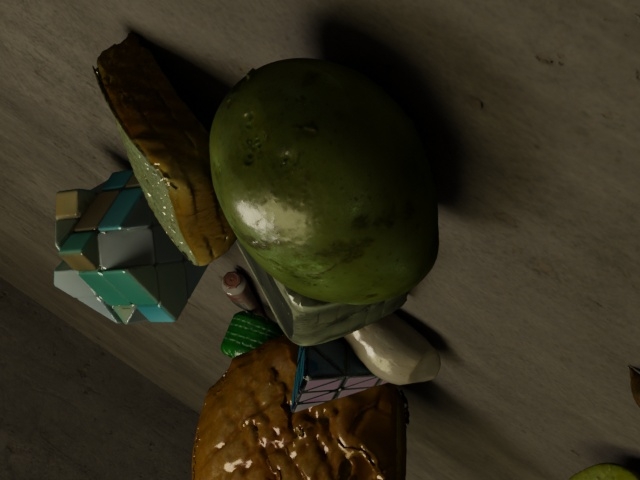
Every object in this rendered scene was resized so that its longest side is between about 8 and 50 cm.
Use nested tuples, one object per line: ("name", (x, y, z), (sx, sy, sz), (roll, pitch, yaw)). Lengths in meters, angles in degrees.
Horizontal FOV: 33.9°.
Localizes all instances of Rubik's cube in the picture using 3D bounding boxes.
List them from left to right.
("Rubik's cube", (-0.301, 0.012, 1.689), (0.213, 0.224, 0.265), (-5, 135, 40))
("Rubik's cube", (0.033, 0.183, 1.539), (0.191, 0.211, 0.178), (6, -172, 14))

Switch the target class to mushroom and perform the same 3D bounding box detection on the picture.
("mushroom", (0.078, 0.136, 1.512), (0.212, 0.088, 0.097), (39, 173, -2))

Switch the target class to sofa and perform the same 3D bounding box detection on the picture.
("sofa", (0.000, 0.000, 1.347), (0.225, 0.176, 0.210), (61, 168, 19))

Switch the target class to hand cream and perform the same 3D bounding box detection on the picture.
("hand cream", (-0.142, 0.102, 1.889), (0.067, 0.043, 0.209), (26, 165, 15))

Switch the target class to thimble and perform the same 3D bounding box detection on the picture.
("thimble", (-0.109, 0.188, 1.921), (0.118, 0.090, 0.130), (11, 166, 37))

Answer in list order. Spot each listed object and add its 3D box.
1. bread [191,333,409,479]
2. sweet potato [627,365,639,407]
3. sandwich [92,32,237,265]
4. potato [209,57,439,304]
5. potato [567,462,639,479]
("bread", (-0.029, 0.350, 1.741), (0.398, 0.398, 0.215), (24, 171, 31))
("sweet potato", (0.398, 0.180, 1.072), (0.067, 0.067, 0.274), (45, 170, -23))
("sandwich", (-0.191, -0.099, 1.313), (0.226, 0.087, 0.251), (52, 167, 25))
("potato", (0.009, -0.046, 1.033), (0.216, 0.216, 0.304), (26, 156, 28))
("potato", (0.488, 0.443, 1.425), (0.280, 0.212, 0.330), (25, 157, -25))
